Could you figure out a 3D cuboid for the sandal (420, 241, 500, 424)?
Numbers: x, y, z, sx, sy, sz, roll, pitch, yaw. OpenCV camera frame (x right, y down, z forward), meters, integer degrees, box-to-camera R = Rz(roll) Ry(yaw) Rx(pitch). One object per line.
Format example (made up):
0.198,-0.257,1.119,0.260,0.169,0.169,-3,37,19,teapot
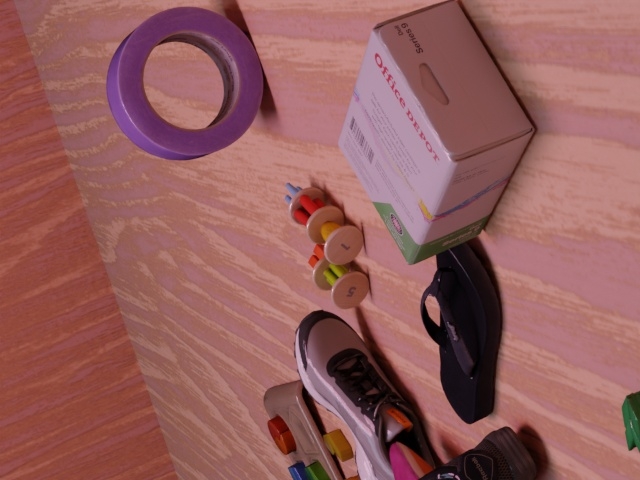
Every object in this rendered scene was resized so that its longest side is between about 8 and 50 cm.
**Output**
0.142,0.100,1.611,0.097,0.054,0.254,48,154,47,sandal

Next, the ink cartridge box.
0.102,-0.098,1.441,0.154,0.093,0.212,61,162,20,ink cartridge box

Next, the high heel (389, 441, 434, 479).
0.114,0.347,1.774,0.082,0.117,0.244,30,-159,-52,high heel

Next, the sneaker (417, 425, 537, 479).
0.156,0.284,1.661,0.087,0.130,0.227,60,169,23,sneaker

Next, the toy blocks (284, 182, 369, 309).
0.000,0.000,1.913,0.148,0.054,0.123,47,152,49,toy blocks

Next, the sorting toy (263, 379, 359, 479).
-0.013,0.327,2.348,0.229,0.041,0.307,68,162,2,sorting toy

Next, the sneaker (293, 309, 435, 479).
0.064,0.201,1.916,0.271,0.100,0.108,59,152,10,sneaker

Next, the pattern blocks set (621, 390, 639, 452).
0.345,0.244,1.229,0.325,0.026,0.285,45,151,51,pattern blocks set

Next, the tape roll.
-0.173,-0.198,1.971,0.189,0.189,0.080,70,163,-4,tape roll
